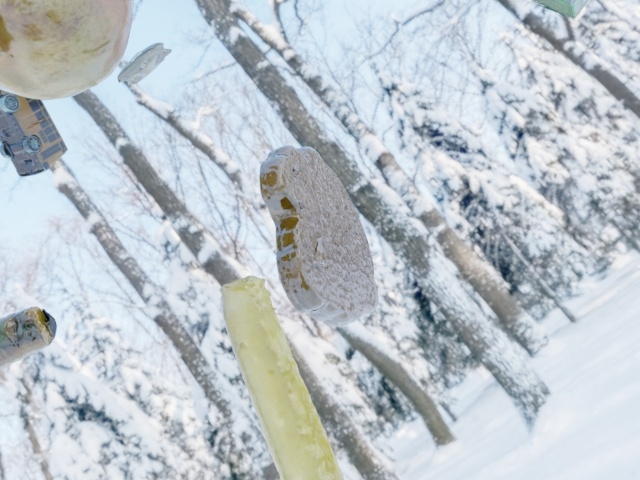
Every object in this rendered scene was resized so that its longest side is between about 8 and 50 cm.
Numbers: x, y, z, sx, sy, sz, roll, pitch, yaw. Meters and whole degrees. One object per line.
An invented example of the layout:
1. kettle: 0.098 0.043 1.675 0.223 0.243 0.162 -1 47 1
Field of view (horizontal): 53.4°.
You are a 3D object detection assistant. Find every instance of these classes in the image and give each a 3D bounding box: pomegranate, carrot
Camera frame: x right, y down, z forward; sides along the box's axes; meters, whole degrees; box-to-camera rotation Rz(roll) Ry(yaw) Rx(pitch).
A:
1. pomegranate: -0.407 -0.346 0.888 0.319 0.319 0.319 -35 -15 -11
2. carrot: -0.453 0.145 0.793 0.260 0.070 0.070 -21 -14 6

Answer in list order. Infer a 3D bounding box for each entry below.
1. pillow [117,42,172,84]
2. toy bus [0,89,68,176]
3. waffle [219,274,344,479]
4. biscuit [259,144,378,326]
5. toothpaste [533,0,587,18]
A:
1. pillow: -0.382 -0.386 1.388 0.130 0.033 0.217 -39 12 0
2. toy bus: -0.646 -0.250 1.385 0.098 0.201 0.114 -7 28 27
3. waffle: -0.034 0.181 0.662 0.055 0.221 0.248 -21 -29 -8
4. biscuit: 0.000 0.000 1.129 0.074 0.359 0.381 -22 12 24
5. toothpaste: 0.237 -0.324 0.768 0.037 0.178 0.043 -56 -26 5
